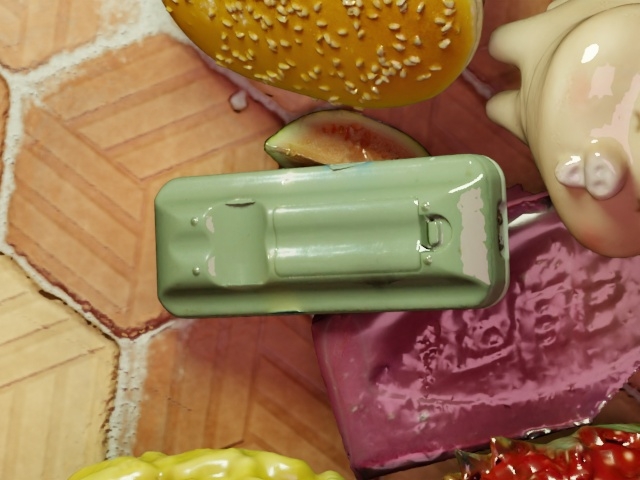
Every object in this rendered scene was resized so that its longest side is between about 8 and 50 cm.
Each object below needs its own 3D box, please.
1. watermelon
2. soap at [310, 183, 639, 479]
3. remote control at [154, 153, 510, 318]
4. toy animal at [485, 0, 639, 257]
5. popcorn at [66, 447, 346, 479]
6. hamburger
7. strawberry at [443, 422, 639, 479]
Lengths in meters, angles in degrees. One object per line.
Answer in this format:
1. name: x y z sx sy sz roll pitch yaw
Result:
1. watermelon: 0.033 -0.058 1.752 0.163 0.087 0.069 22 131 5
2. soap: 0.157 0.072 1.752 0.325 0.127 0.220 -15 103 1
3. remote control: 0.000 0.000 1.677 0.335 0.065 0.128 -4 90 32
4. toy animal: 0.267 -0.115 1.614 0.269 0.326 0.237 6 117 27
5. popcorn: -0.074 0.347 1.697 0.354 0.344 0.390 -35 68 -4
6. hamburger: -0.003 -0.221 1.633 0.295 0.151 0.227 11 125 17
7. strawberry: 0.250 0.325 1.674 0.292 0.292 0.343 -25 68 3
